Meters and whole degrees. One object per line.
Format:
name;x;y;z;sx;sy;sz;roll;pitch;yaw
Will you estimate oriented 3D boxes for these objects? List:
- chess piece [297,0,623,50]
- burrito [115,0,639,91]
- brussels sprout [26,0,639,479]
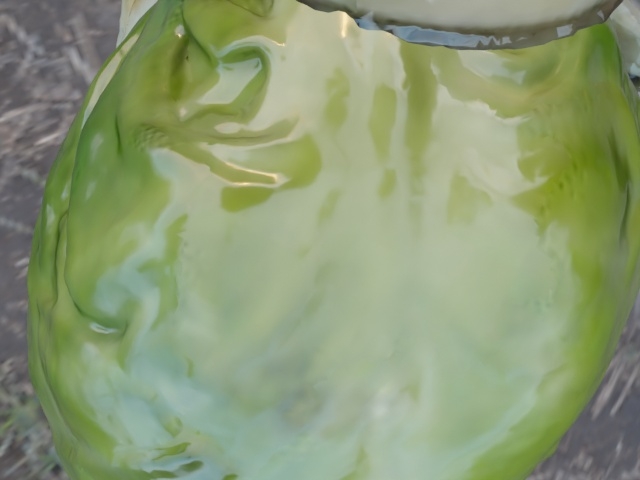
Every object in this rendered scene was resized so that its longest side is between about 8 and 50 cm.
chess piece;0.026;-0.179;0.234;0.124;0.139;0.307;10;142;-3
burrito;0.034;-0.100;1.138;0.332;0.190;0.135;12;138;33
brussels sprout;0.000;0.000;0.570;0.161;0.223;0.223;31;111;-8
